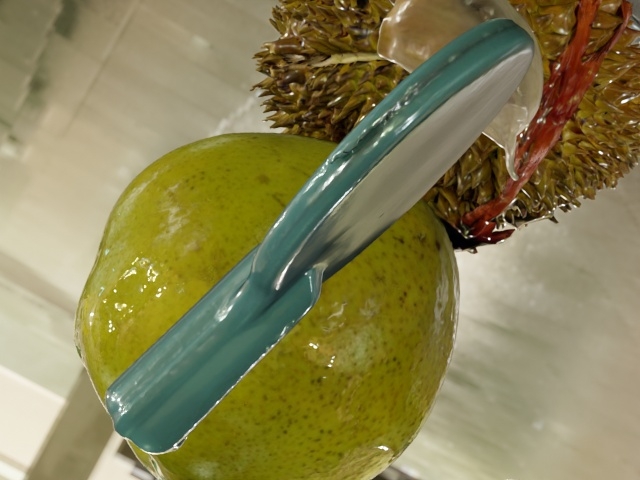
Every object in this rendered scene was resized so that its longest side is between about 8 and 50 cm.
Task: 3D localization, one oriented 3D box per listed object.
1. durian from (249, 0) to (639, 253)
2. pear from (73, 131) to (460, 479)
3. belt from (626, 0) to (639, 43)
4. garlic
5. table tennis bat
[{"bbox_3d":[0.135,-0.151,1.395,0.384,0.347,0.347,8,173,-20],"label":"durian"},{"bbox_3d":[-0.027,0.040,0.754,0.198,0.198,0.198,26,166,7],"label":"pear"},{"bbox_3d":[0.404,-0.415,1.806,0.217,0.338,0.122,0,-164,-21],"label":"belt"},{"bbox_3d":[0.104,-0.118,0.950,0.152,0.084,0.066,43,-162,18],"label":"garlic"},{"bbox_3d":[0.000,0.000,0.511,0.033,0.201,0.124,47,-170,10],"label":"table tennis bat"}]
